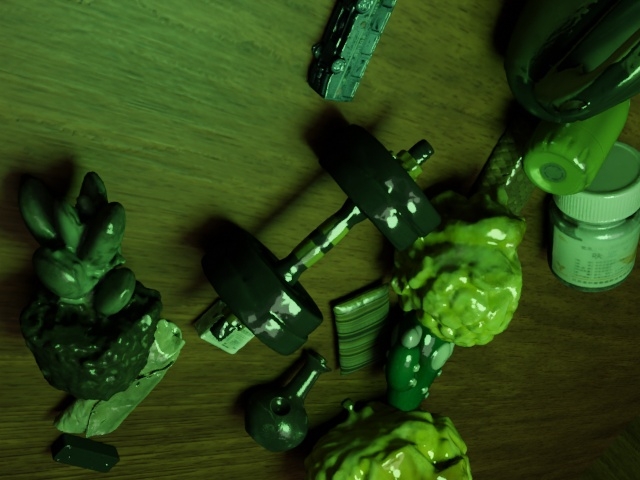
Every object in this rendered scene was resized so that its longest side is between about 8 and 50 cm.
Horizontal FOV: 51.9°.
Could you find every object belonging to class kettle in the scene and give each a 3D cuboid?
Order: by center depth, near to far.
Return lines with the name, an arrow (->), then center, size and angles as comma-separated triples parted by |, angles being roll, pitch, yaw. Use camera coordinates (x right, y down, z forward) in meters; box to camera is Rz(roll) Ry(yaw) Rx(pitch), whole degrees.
kettle -> 0.382, -0.282, 0.828 | 0.228, 0.321, 0.324 | 34, 113, -12

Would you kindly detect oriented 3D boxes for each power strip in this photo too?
power strip -> -0.370, 0.336, 1.038 | 0.038, 0.029, 0.111 | -44, 136, 7

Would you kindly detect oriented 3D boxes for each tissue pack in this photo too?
tissue pack -> -0.144, 0.134, 1.007 | 0.062, 0.042, 0.083 | -44, 138, 4

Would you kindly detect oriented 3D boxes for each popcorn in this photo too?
popcorn -> 0.219, 0.038, 1.057 | 0.212, 0.259, 0.259 | -1, 136, 9
popcorn -> 0.148, 0.503, 1.313 | 0.349, 0.349, 0.381 | -20, 98, -20

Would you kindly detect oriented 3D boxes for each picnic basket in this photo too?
picnic basket -> 0.334, -0.119, 1.114 | 0.110, 0.055, 0.193 | 1, 123, -36

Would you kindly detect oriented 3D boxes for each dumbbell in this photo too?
dumbbell -> 0.000, 0.000, 0.888 | 0.388, 0.185, 0.185 | -42, 139, 3

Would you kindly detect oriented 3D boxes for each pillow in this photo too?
pillow -> 0.077, 0.164, 1.195 | 0.113, 0.038, 0.203 | -22, 135, -17

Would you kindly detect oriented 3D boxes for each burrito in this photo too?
burrito -> -0.284, 0.204, 0.957 | 0.226, 0.060, 0.087 | -47, 133, 11

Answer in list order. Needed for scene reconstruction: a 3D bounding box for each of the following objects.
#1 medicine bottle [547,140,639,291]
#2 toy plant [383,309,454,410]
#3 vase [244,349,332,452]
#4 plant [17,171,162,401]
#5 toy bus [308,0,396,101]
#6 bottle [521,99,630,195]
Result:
medicine bottle -> 0.509, -0.040, 1.223 | 0.165, 0.165, 0.273 | -30, 139, -9
toy plant -> 0.187, 0.198, 1.230 | 0.232, 0.113, 0.243 | -51, 153, -37
vase -> -0.052, 0.278, 1.161 | 0.183, 0.120, 0.120 | -53, 139, -7
plant -> -0.267, 0.053, 0.769 | 0.146, 0.149, 0.274 | 9, 124, 5
toy bus -> 0.040, -0.250, 0.794 | 0.065, 0.047, 0.166 | -1, 128, -41
bottle -> 0.411, -0.191, 1.015 | 0.260, 0.112, 0.112 | -52, 144, -24
